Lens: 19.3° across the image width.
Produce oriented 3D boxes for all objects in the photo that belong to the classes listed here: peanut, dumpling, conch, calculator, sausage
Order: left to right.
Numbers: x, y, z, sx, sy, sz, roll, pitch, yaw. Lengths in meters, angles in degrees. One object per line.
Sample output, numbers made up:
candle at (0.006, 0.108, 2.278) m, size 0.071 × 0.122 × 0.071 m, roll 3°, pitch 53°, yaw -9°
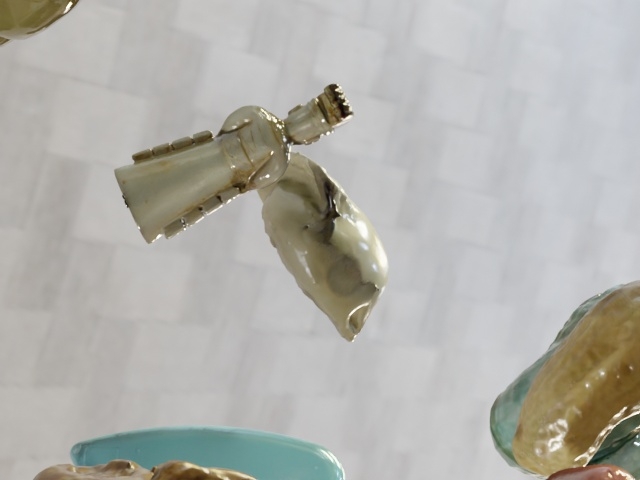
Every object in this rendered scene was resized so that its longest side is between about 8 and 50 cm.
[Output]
calculator at (-0.146, 0.352, 2.351) m, size 0.054 × 0.386 × 0.256 m, roll 72°, pitch 22°, yaw -64°
dumpling at (-0.001, -0.001, 1.746) m, size 0.092 × 0.150 × 0.176 m, roll -44°, pitch 124°, yaw -4°
sausage at (0.237, 0.230, 1.660) m, size 0.154 × 0.062 × 0.062 m, roll 143°, pitch -29°, yaw -75°
conch at (0.290, 0.190, 2.030) m, size 0.220 × 0.195 × 0.277 m, roll -10°, pitch 99°, yaw -16°
peanut at (0.270, 0.136, 1.803) m, size 0.108 × 0.095 × 0.226 m, roll 36°, pitch 99°, yaw -23°

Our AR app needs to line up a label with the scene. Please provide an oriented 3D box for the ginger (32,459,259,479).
ginger at (-0.106, 0.301, 1.391) m, size 0.152 × 0.357 × 0.274 m, roll 13°, pitch 79°, yaw -47°

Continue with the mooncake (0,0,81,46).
mooncake at (-0.152, -0.298, 1.322) m, size 0.201 × 0.378 × 0.378 m, roll 52°, pitch 49°, yaw -11°

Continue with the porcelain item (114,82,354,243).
porcelain item at (-0.071, -0.075, 1.648) m, size 0.213 × 0.084 × 0.054 m, roll -26°, pitch 169°, yaw 0°
